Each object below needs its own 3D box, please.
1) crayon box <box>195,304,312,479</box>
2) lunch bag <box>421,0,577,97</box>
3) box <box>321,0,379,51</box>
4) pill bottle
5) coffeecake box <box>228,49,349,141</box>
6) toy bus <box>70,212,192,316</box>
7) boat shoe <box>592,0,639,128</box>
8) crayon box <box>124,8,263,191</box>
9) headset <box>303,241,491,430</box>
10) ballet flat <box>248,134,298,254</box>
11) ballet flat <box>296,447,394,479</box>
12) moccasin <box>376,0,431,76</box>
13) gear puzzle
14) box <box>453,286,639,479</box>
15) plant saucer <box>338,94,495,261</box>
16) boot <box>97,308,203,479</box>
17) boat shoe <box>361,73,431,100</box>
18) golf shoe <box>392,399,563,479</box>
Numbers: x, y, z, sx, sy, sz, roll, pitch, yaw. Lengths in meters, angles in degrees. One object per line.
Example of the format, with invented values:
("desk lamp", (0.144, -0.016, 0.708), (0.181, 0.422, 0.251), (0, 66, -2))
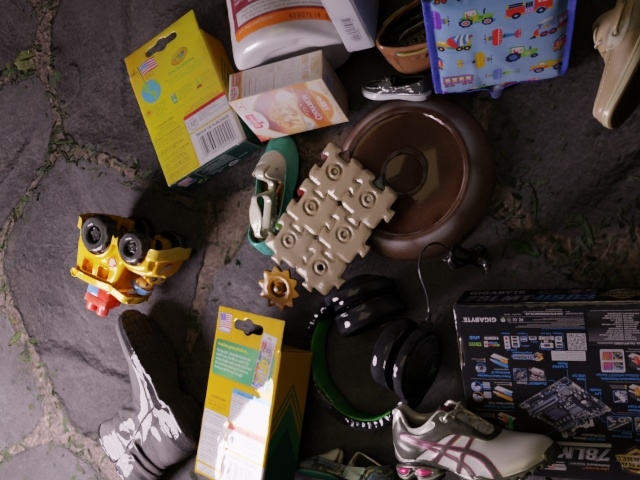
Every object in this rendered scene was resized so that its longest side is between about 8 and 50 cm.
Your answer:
("crayon box", (-0.122, 0.295, 1.389), (0.203, 0.083, 0.323), (7, 88, 47))
("lunch bag", (0.279, -0.329, 1.189), (0.221, 0.293, 0.138), (-8, 57, 10))
("box", (0.045, -0.524, 1.290), (0.058, 0.232, 0.322), (-7, 59, 23))
("pill bottle", (-0.073, -0.519, 1.407), (0.224, 0.224, 0.392), (-12, 80, 24))
("coffeecake box", (-0.057, -0.266, 1.403), (0.185, 0.142, 0.068), (-10, 63, 20))
("toy bus", (-0.402, 0.062, 1.548), (0.220, 0.149, 0.211), (20, 97, 24))
("boat shoe", (0.484, -0.323, 1.188), (0.098, 0.109, 0.302), (20, 88, 31))
("crayon box", (-0.266, -0.288, 1.554), (0.202, 0.081, 0.318), (-27, 74, 20))
("headset", (0.133, 0.154, 1.311), (0.243, 0.185, 0.394), (50, 121, 25))
("ballet flat", (-0.094, -0.096, 1.448), (0.083, 0.087, 0.247), (3, 85, 29))
("ballet flat", (0.047, 0.409, 1.350), (0.188, 0.070, 0.070), (8, 88, 24))
("moccasin", (0.268, -0.418, 1.274), (0.380, 0.147, 0.139), (-21, 77, 22))
("gear puzzle", (0.000, 0.000, 1.376), (0.175, 0.044, 0.339), (40, 112, 13))
("box", (0.369, 0.221, 1.153), (0.296, 0.073, 0.293), (-4, 105, 27))
("plant saucer", (0.156, -0.118, 1.353), (0.311, 0.050, 0.310), (-3, 82, 25))
("boot", (-0.385, 0.330, 1.533), (0.223, 0.118, 0.338), (-39, 66, 23))
("boat shoe", (0.136, -0.283, 1.367), (0.142, 0.040, 0.049), (11, 46, 33))
("golf shoe", (0.226, 0.309, 1.150), (0.273, 0.105, 0.120), (-13, 93, 34))
